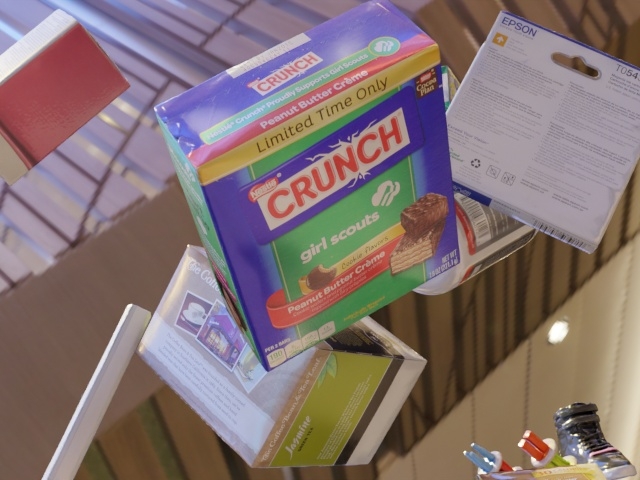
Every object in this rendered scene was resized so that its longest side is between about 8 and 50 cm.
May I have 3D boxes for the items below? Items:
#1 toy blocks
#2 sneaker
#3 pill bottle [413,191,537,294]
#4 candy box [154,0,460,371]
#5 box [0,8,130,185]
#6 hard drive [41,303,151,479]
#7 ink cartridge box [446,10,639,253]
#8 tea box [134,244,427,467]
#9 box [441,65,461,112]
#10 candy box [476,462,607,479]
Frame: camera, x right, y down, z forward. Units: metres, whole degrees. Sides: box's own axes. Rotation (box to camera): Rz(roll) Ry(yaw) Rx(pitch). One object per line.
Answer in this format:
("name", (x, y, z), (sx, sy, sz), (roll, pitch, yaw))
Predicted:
("toy blocks", (0.314, 0.349, 1.554), (0.148, 0.054, 0.123), (37, -71, -16))
("sneaker", (0.516, 0.387, 1.891), (0.105, 0.146, 0.296), (-9, -8, -4))
("pill bottle", (0.290, -0.054, 1.857), (0.363, 0.210, 0.210), (-25, -45, -40))
("candy box", (0.002, -0.051, 1.030), (0.268, 0.122, 0.317), (-29, -43, -14))
("box", (-0.419, -0.214, 1.445), (0.232, 0.148, 0.127), (-41, -59, -6))
("hard drive", (-0.398, 0.299, 1.680), (0.353, 0.047, 0.233), (-68, 9, -27))
("ink cartridge box", (0.384, -0.189, 1.681), (0.330, 0.324, 0.071), (-61, -10, -16))
("tea box", (-0.064, 0.193, 1.636), (0.324, 0.329, 0.220), (16, -75, -51))
("box", (0.289, -0.302, 2.169), (0.179, 0.043, 0.105), (32, -126, -65))
("candy box", (0.320, 0.403, 1.308), (0.316, 0.183, 0.087), (-83, -12, -79))
